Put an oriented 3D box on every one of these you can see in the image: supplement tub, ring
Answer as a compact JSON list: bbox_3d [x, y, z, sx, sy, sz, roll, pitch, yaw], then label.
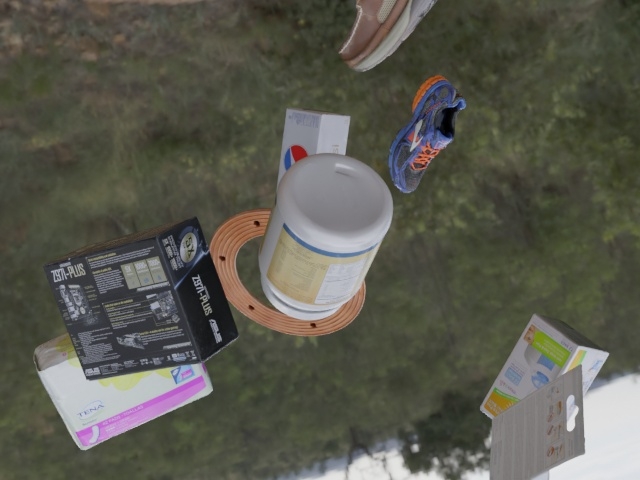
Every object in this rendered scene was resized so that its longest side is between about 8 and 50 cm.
[{"bbox_3d":[0.000,0.000,1.207,0.144,0.144,0.199,-12,150,-23],"label":"supplement tub"},{"bbox_3d":[-0.068,0.065,1.930,0.337,0.336,0.032,-26,-154,37],"label":"ring"}]

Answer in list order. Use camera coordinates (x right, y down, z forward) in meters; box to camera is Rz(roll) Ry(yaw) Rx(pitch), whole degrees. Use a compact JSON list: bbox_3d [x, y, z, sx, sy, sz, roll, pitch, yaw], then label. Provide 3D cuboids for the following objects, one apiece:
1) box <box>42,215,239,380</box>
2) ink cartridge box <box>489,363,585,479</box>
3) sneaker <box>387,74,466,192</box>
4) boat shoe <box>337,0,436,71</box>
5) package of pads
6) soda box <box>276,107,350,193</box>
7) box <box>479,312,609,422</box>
[{"bbox_3d":[-0.202,0.068,1.058,0.180,0.147,0.077,-14,-170,33],"label":"box"},{"bbox_3d":[0.296,0.264,1.251,0.045,0.145,0.179,33,132,-18],"label":"ink cartridge box"},{"bbox_3d":[0.192,-0.185,1.707,0.083,0.087,0.221,1,116,-43],"label":"sneaker"},{"bbox_3d":[0.096,-0.323,1.107,0.123,0.116,0.324,-54,-175,-37],"label":"boat shoe"},{"bbox_3d":[-0.388,0.255,1.865,0.297,0.229,0.101,-24,-148,-11],"label":"package of pads"},{"bbox_3d":[-0.016,-0.085,1.404,0.069,0.216,0.074,16,-167,35],"label":"soda box"},{"bbox_3d":[0.391,0.248,1.658,0.103,0.114,0.203,16,107,-42],"label":"box"}]
